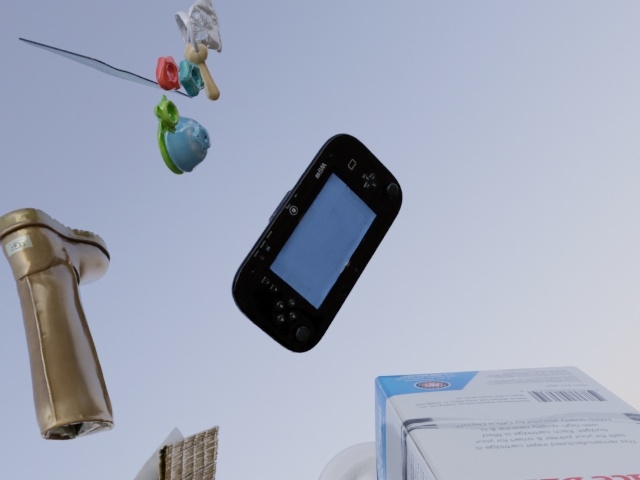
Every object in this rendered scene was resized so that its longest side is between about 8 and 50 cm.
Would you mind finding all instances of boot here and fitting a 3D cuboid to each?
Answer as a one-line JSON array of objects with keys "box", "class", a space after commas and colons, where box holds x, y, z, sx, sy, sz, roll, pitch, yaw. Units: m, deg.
[{"box": [-0.312, 0.115, 1.002, 0.089, 0.270, 0.236, -24, -18, 9], "class": "boot"}]

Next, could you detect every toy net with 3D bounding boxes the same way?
[{"box": [-0.160, -0.196, 0.912, 0.045, 0.232, 0.122, -12, -29, 22], "class": "toy net"}]

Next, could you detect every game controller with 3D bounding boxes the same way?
[{"box": [0.000, 0.000, 1.151, 0.166, 0.067, 0.319, 47, -115, -32], "class": "game controller"}]

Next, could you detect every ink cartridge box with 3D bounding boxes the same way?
[{"box": [0.120, 0.143, 0.455, 0.148, 0.203, 0.086, -1, -81, -6], "class": "ink cartridge box"}]

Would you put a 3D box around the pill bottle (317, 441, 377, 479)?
[{"box": [0.052, 0.363, 0.952, 0.146, 0.146, 0.264, -30, -31, -30], "class": "pill bottle"}]

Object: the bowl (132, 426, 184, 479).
[{"box": [-0.333, 0.467, 1.624, 0.142, 0.053, 0.142, -52, -3, 22], "class": "bowl"}]

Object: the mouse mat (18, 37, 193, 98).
[{"box": [-0.275, -0.223, 1.035, 0.189, 0.152, 0.007, 8, -79, -61], "class": "mouse mat"}]

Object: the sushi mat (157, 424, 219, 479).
[{"box": [-0.244, 0.436, 1.481, 0.316, 0.019, 0.152, 40, -127, -79], "class": "sushi mat"}]
